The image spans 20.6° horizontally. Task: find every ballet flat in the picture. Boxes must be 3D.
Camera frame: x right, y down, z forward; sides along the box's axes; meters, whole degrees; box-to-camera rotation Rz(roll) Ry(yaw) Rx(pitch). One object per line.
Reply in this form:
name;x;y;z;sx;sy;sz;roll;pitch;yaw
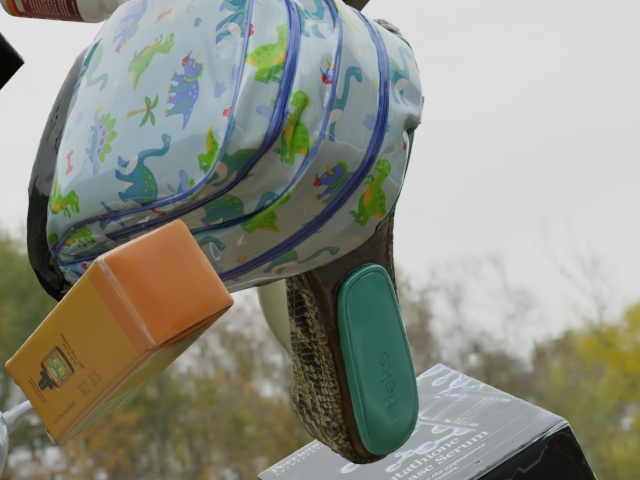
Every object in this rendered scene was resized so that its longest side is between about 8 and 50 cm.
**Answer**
ballet flat;0.000;0.000;1.776;0.182;0.482;0.164;20;34;39

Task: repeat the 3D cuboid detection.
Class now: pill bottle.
pill bottle;-0.288;-0.294;2.020;0.152;0.086;0.086;7;-11;19

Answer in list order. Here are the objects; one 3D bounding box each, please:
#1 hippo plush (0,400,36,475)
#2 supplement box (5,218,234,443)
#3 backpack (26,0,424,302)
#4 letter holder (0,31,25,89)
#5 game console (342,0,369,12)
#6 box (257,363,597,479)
hippo plush;-0.410;0.271;1.721;0.234;0.236;0.294;7;8;8
supplement box;-0.151;0.071;1.279;0.080;0.078;0.233;-29;-7;-36
backpack;-0.083;-0.088;1.486;0.356;0.290;0.273;2;-24;33
letter holder;-0.534;-0.280;2.076;0.214;0.152;0.302;28;-17;40
game console;-0.011;-0.250;1.846;0.122;0.071;0.107;-50;-14;-4
box;0.141;0.337;2.119;0.293;0.212;0.395;-31;13;-13
